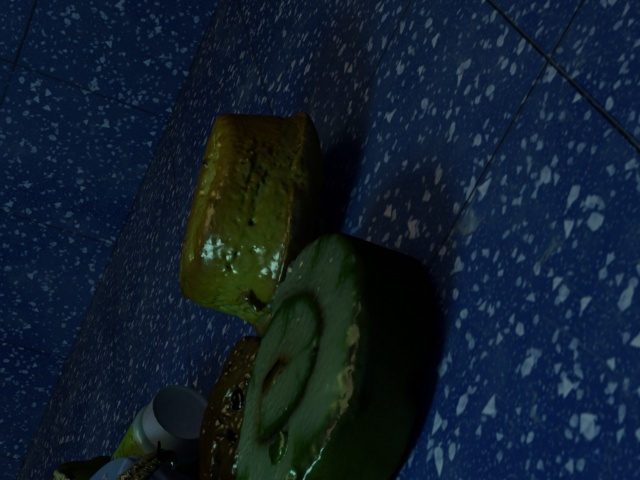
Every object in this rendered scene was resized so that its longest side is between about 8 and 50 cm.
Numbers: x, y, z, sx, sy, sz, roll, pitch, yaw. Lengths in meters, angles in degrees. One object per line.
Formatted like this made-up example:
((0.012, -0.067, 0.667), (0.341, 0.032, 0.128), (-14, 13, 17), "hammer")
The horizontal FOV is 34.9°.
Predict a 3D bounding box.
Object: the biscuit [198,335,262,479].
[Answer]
((-0.140, 0.290, 1.666), (0.296, 0.075, 0.296), (-53, 27, 41), "biscuit")

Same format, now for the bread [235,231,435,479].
((0.006, 0.169, 1.310), (0.366, 0.129, 0.382), (-56, 24, 37), "bread")

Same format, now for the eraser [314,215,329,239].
((0.000, 0.000, 1.634), (0.083, 0.019, 0.038), (-101, 34, -54), "eraser")

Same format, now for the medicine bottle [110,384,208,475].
((-0.296, 0.381, 1.897), (0.225, 0.139, 0.139), (-56, 25, 36), "medicine bottle")

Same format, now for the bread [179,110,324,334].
((-0.116, -0.033, 1.661), (0.337, 0.204, 0.358), (115, 162, -67), "bread")

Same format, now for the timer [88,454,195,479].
((-0.333, 0.555, 1.735), (0.395, 0.173, 0.395), (-40, 33, 34), "timer")

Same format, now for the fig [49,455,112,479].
((-0.489, 0.547, 2.232), (0.275, 0.206, 0.206), (-71, 6, -71), "fig")

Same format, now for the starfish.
((-0.319, 0.439, 1.535), (0.312, 0.113, 0.303), (26, 88, 52), "starfish")
